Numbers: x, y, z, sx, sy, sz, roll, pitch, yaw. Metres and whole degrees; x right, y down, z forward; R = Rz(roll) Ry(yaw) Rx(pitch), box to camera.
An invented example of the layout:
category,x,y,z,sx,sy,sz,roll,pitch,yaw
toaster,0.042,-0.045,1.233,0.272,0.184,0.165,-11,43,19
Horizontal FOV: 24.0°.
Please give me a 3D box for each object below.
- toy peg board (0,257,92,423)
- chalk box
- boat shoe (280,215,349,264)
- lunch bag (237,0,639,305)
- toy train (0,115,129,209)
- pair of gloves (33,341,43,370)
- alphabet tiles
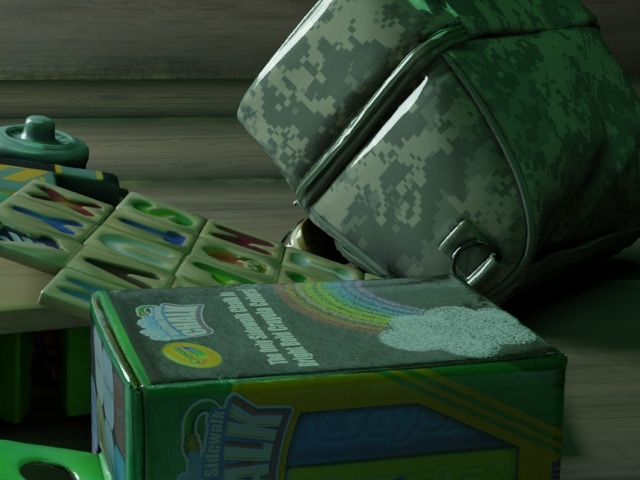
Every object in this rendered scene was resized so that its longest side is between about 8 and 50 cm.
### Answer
category,x,y,z,sx,sy,sz,roll,pitch,yaw
toy peg board,-0.209,0.048,0.881,0.161,0.079,0.160,-3,20,-25
chalk box,-0.026,0.095,0.599,0.213,0.132,0.132,-3,14,-14
boat shoe,0.000,0.000,1.212,0.049,0.056,0.152,-29,-5,22
lunch bag,0.122,-0.077,1.179,0.256,0.212,0.305,50,31,17
toy train,-0.288,-0.016,1.032,0.333,0.142,0.190,9,19,-16
pair of gloves,-0.220,0.074,0.956,0.083,0.010,0.074,-8,16,-26
alphabet tiles,-0.029,0.036,0.898,0.342,0.011,0.285,19,12,-2
